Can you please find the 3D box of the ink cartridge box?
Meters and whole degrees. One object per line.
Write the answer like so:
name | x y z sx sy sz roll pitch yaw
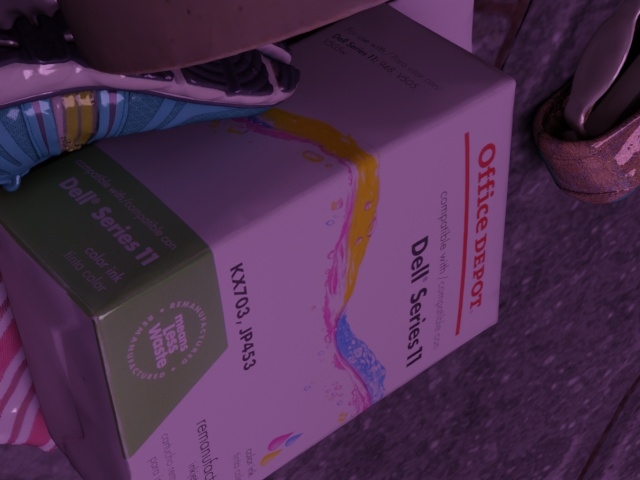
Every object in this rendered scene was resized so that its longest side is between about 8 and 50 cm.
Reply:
ink cartridge box | 0.000 0.000 0.766 0.353 0.119 0.207 -31 140 -26

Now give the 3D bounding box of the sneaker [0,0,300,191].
sneaker | -0.140 -0.082 0.630 0.275 0.107 0.110 -7 148 -32

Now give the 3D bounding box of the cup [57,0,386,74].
cup | 0.003 -0.245 0.456 0.331 0.331 0.237 -34 114 -14

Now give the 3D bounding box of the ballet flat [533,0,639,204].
ballet flat | 0.269 -0.161 0.903 0.106 0.107 0.316 33 99 -37

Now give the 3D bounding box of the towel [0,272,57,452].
towel | -0.194 0.061 0.740 0.197 0.029 0.144 17 112 -48
